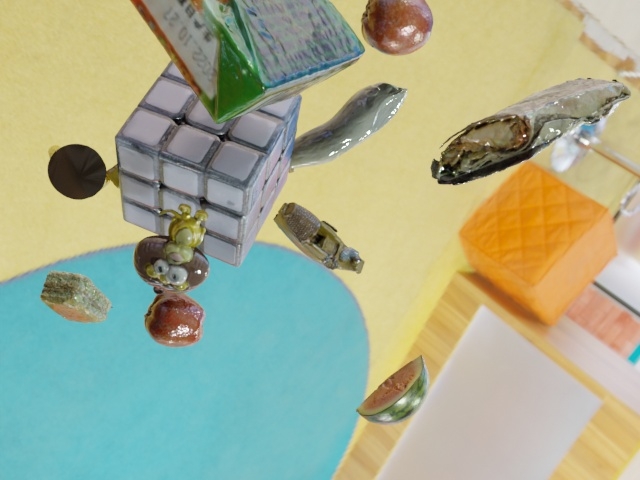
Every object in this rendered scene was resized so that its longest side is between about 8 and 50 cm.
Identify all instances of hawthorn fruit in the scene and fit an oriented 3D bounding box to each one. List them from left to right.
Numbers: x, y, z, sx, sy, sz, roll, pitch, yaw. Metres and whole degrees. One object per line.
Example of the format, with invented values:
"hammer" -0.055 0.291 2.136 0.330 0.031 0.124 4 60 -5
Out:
"hawthorn fruit" -0.333 0.183 1.807 0.138 0.133 0.133 22 109 -19
"hawthorn fruit" 0.182 -0.515 1.842 0.173 0.173 0.173 -28 140 -26

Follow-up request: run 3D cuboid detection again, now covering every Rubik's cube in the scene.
"Rubik's cube" -0.241 -0.177 1.710 0.305 0.303 0.301 103 11 -53

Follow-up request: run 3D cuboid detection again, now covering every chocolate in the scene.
"chocolate" -0.135 -0.403 1.402 0.161 0.341 0.360 -35 180 38

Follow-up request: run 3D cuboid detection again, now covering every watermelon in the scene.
"watermelon" 0.153 0.296 1.448 0.163 0.087 0.069 -39 108 -4

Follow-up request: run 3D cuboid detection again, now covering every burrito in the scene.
"burrito" 0.369 -0.201 1.370 0.347 0.107 0.175 -25 177 -16

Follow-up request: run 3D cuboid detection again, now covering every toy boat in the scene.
"toy boat" 0.000 0.000 1.056 0.149 0.049 0.047 39 59 -25

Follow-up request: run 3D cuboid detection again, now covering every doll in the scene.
"doll" -0.282 0.020 1.478 0.145 0.096 0.188 1 118 -3

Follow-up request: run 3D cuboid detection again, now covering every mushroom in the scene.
"mushroom" 0.058 -0.276 1.916 0.351 0.109 0.097 -36 172 -4

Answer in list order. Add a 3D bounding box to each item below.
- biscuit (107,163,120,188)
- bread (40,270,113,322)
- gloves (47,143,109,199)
"biscuit" -0.467 -0.172 2.155 0.174 0.039 0.183 -43 102 -10
"bread" -0.707 0.174 2.272 0.196 0.138 0.102 69 32 -57
"gloves" -0.550 -0.161 1.758 0.116 0.294 0.133 -28 105 -13
